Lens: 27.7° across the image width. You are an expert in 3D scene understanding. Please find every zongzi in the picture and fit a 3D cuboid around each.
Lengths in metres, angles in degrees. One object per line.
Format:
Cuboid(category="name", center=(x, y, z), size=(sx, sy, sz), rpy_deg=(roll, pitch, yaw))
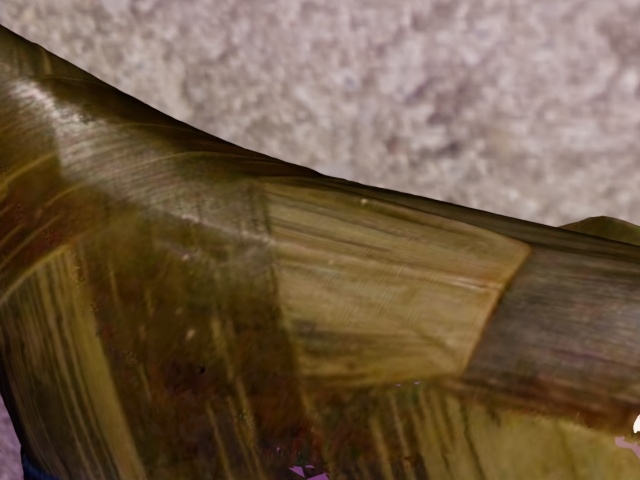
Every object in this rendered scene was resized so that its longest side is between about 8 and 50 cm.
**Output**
Cuboid(category="zongzi", center=(0.000, 0.000, 0.555), size=(0.403, 0.208, 0.432), rpy_deg=(-21, 95, 34))
